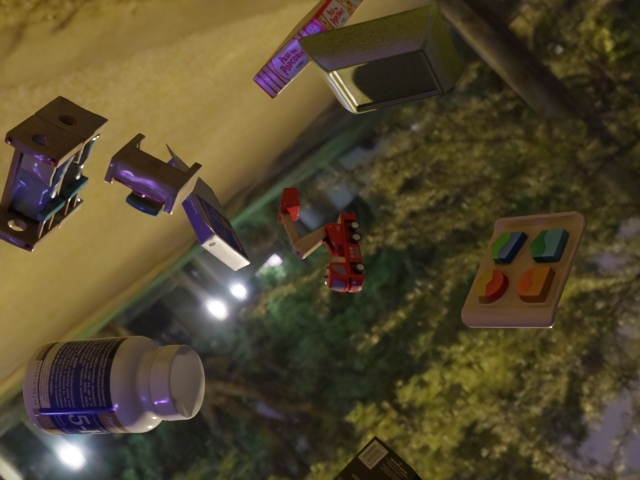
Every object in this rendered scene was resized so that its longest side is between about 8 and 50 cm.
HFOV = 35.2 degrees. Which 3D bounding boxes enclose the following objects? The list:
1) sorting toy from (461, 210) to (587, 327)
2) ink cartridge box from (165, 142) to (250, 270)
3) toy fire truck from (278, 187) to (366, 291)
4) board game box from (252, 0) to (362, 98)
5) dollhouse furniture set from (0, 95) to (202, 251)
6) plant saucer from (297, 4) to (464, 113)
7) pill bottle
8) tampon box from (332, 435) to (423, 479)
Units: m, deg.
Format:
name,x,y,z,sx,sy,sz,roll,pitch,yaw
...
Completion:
name,x,y,z,sx,sy,sz,roll,pitch,yaw
sorting toy,0.334,0.046,1.684,0.193,0.038,0.208,-5,-124,49
ink cartridge box,-0.231,-0.061,1.945,0.045,0.206,0.208,-32,150,5
toy fire truck,0.000,0.000,1.712,0.047,0.135,0.192,105,-16,-54
board game box,-0.008,-0.306,1.477,0.147,0.045,0.193,-38,-166,38
dollhouse furniture set,-0.255,-0.049,1.129,0.129,0.184,0.129,-65,178,31
plant saucer,0.088,-0.231,1.360,0.188,0.045,0.188,-11,159,16
pill bottle,-0.236,0.167,1.166,0.187,0.112,0.112,-6,-163,22
tampon box,0.102,0.343,1.231,0.101,0.161,0.120,-44,-156,-8
